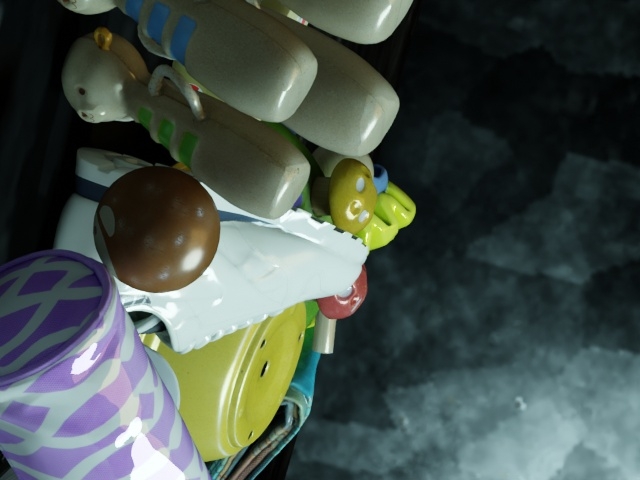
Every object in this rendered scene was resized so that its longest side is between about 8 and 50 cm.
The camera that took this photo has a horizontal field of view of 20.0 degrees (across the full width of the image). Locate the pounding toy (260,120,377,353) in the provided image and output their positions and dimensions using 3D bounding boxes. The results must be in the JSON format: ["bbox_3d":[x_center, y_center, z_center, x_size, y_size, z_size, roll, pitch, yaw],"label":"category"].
[{"bbox_3d":[0.000,0.000,1.304,0.237,0.110,0.183,6,85,-65],"label":"pounding toy"}]

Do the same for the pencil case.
[{"bbox_3d":[-0.095,0.102,0.783,0.086,0.088,0.206,48,-18,55],"label":"pencil case"}]

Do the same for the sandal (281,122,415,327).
[{"bbox_3d":[-0.030,-0.013,1.529,0.138,0.126,0.317,65,28,-16],"label":"sandal"}]

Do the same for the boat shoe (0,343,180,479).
[{"bbox_3d":[-0.142,0.138,0.898,0.076,0.080,0.228,-43,-165,37],"label":"boat shoe"}]

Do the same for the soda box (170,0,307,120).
[{"bbox_3d":[-0.042,-0.144,1.152,0.181,0.058,0.061,-69,173,-51],"label":"soda box"}]

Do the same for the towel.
[{"bbox_3d":[-0.058,0.154,1.588,0.271,0.040,0.370,-55,-177,22],"label":"towel"}]

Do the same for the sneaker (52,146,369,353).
[{"bbox_3d":[-0.061,0.014,0.984,0.235,0.090,0.095,12,93,-53],"label":"sneaker"}]

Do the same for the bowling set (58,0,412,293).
[{"bbox_3d":[-0.065,-0.094,0.781,0.200,0.154,0.287,-51,166,-26],"label":"bowling set"}]

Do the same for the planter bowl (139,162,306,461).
[{"bbox_3d":[-0.068,0.064,1.101,0.217,0.090,0.217,20,90,-73],"label":"planter bowl"}]
